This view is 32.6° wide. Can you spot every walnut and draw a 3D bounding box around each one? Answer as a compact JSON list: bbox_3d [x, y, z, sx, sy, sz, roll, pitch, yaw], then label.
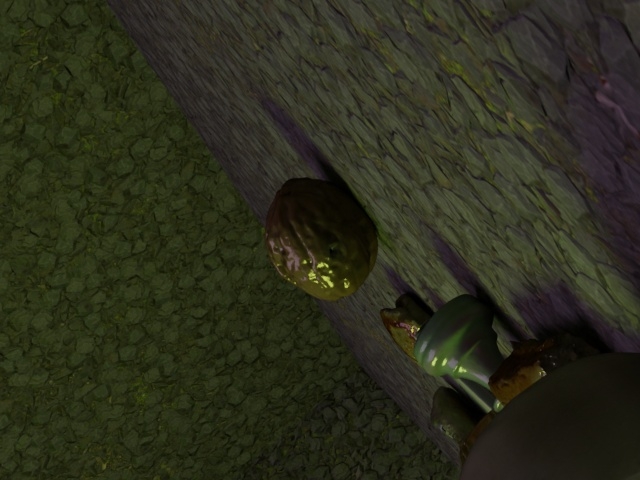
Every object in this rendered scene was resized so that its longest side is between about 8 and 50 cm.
[{"bbox_3d":[0.000,0.000,2.008,0.245,0.198,0.198,57,171,-23],"label":"walnut"}]

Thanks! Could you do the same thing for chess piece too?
[{"bbox_3d":[0.273,0.214,1.625,0.271,0.139,0.139,45,172,26],"label":"chess piece"}]

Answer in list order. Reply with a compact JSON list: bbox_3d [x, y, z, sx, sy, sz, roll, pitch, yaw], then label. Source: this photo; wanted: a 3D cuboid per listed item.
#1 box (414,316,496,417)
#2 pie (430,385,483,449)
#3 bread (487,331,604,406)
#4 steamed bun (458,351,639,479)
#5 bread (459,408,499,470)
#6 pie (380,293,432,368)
[{"bbox_3d":[0.288,0.249,1.947,0.269,0.079,0.135,43,171,43],"label":"box"},{"bbox_3d":[0.338,0.381,2.005,0.337,0.075,0.337,32,-175,-3],"label":"pie"},{"bbox_3d":[0.320,0.197,1.375,0.185,0.109,0.380,57,172,5],"label":"bread"},{"bbox_3d":[0.278,0.256,1.064,0.324,0.324,0.206,54,176,-34],"label":"steamed bun"},{"bbox_3d":[0.349,0.374,1.723,0.288,0.152,0.119,34,-169,-32],"label":"bread"},{"bbox_3d":[0.198,0.194,2.206,0.179,0.084,0.205,49,170,8],"label":"pie"}]
